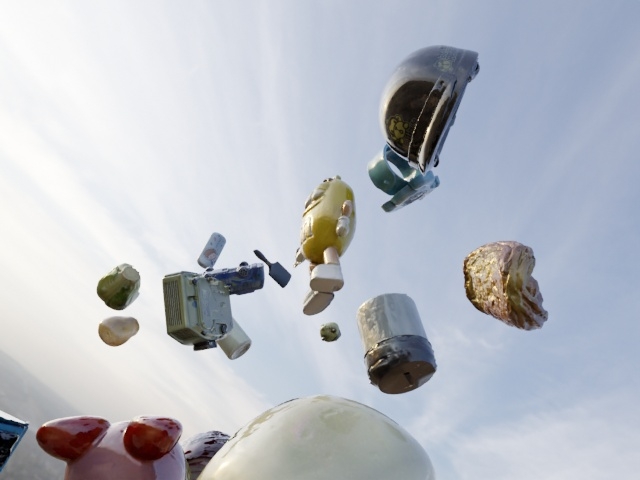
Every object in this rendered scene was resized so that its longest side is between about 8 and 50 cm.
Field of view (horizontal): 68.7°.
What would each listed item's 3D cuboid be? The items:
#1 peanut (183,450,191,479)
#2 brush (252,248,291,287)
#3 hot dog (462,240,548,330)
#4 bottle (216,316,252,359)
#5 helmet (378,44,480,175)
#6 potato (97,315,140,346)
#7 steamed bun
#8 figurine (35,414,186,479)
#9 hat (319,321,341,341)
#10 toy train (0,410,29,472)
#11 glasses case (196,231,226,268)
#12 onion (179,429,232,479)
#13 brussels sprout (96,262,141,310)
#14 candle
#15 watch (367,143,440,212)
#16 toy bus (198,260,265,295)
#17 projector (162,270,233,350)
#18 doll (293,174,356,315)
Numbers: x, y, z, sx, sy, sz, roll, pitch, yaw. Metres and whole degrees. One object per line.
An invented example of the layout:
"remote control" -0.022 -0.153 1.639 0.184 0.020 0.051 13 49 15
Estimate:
"peanut" -0.385 0.620 1.099 0.147 0.305 0.146 3 -61 5
"brush" -0.172 0.092 1.653 0.016 0.062 0.193 1 -40 46
"hot dog" 0.378 0.090 0.935 0.259 0.115 0.174 -133 -144 -87
"bottle" -0.359 0.314 1.712 0.245 0.104 0.104 44 -24 24
"helmet" 0.192 -0.263 0.913 0.161 0.278 0.230 27 -40 12
"potato" -0.431 0.190 1.005 0.062 0.083 0.068 -34 -100 59
"steamed bun" -0.026 0.334 0.587 0.233 0.311 0.334 33 18 34
"figurine" -0.377 0.452 0.931 0.270 0.261 0.211 -5 -1 6
"hat" 0.034 0.357 1.807 0.077 0.059 0.076 -20 -93 15
"toy train" -0.653 0.311 0.742 0.265 0.187 0.300 14 -25 16
"glasses case" -0.413 0.038 1.782 0.067 0.178 0.045 34 -49 -16
"onion" -0.361 0.718 1.376 0.282 0.336 0.260 29 -2 -10
"brussels sprout" -0.683 0.163 1.601 0.131 0.146 0.183 52 -29 13
"candle" 0.230 0.302 1.522 0.222 0.342 0.221 -7 -45 -7
"watch" 0.255 -0.214 1.494 0.193 0.211 0.211 61 -27 11
"toy bus" -0.286 0.126 1.443 0.079 0.237 0.093 -123 -156 -75
"projector" -0.305 0.186 1.220 0.088 0.193 0.269 -12 -13 10
"doll" 0.009 0.013 1.401 0.161 0.423 0.347 21 -66 -21
